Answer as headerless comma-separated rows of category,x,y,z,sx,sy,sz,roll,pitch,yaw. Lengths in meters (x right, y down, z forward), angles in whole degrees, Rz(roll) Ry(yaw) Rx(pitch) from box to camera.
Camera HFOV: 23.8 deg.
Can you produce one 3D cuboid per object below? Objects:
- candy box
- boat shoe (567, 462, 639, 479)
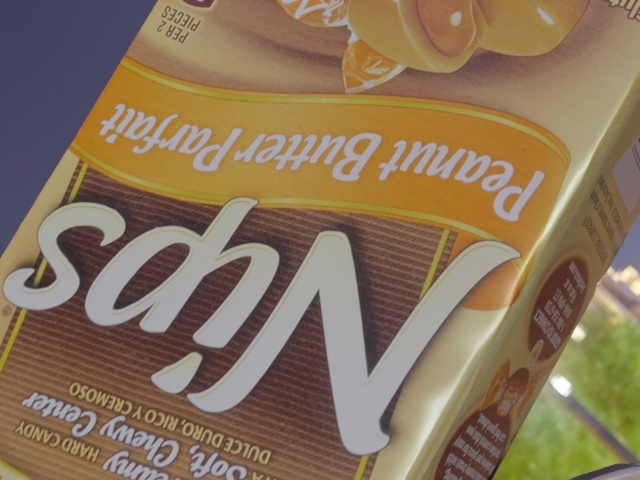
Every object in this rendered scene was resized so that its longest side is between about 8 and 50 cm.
candy box,0.000,0.000,0.558,0.316,0.183,0.087,-59,-25,-7
boat shoe,0.078,0.234,0.853,0.324,0.116,0.097,-45,7,7
